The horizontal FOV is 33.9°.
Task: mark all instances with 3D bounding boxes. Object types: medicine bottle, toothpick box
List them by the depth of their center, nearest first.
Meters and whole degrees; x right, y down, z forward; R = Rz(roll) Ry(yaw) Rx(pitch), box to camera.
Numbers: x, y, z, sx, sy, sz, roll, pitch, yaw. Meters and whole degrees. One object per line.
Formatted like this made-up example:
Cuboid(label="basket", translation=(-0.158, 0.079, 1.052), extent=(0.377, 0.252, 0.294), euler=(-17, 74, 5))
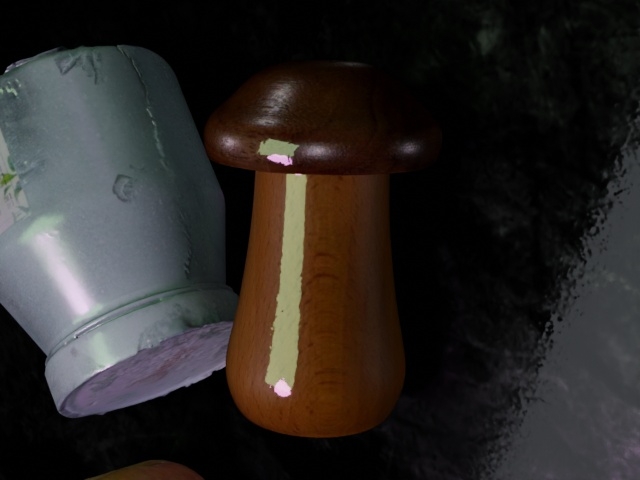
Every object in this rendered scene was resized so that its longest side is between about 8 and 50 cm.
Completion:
Cuboid(label="toothpick box", translation=(0.000, 0.000, 0.864), extent=(0.192, 0.192, 0.294), euler=(15, 109, 41))
Cuboid(label="medicine bottle", translation=(-0.201, -0.002, 1.006), extent=(0.245, 0.245, 0.290), euler=(-40, 67, 37))

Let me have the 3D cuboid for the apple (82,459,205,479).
Cuboid(label="apple", translation=(-0.191, 0.311, 1.051), extent=(0.209, 0.209, 0.164), euler=(-21, 83, 42))
